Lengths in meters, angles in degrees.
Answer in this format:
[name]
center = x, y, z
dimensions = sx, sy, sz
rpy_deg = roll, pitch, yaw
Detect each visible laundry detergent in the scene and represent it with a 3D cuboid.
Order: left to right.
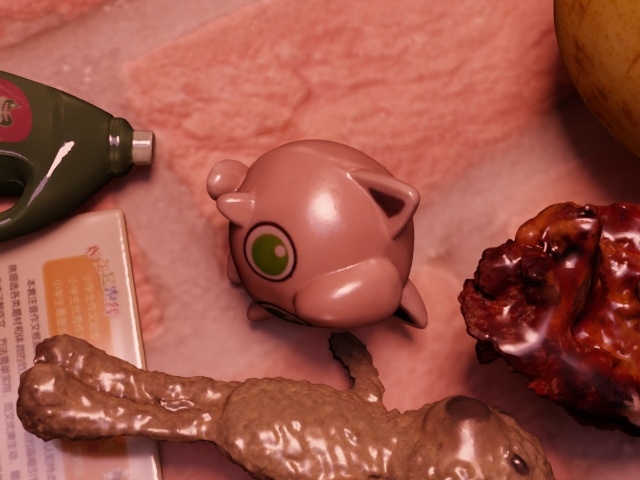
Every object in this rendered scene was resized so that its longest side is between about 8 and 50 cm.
[laundry detergent]
center = -0.215, -0.053, 0.594
dimensions = 0.211, 0.063, 0.137
rpy_deg = 2, 58, -4

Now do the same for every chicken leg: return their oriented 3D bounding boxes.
[chicken leg]
center = 0.272, 0.048, 0.571
dimensions = 0.407, 0.096, 0.158
rpy_deg = -3, 97, -16

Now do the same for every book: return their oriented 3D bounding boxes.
[book]
center = -0.255, 0.099, 0.562
dimensions = 0.295, 0.020, 0.208
rpy_deg = -9, 71, -7

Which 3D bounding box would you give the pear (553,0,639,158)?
[pear]
center = 0.287, -0.153, 0.554
dimensions = 0.283, 0.283, 0.283
rpy_deg = 1, 70, -3

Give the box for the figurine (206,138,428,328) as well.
[figurine]
center = 0.000, 0.000, 0.560
dimensions = 0.138, 0.125, 0.125
rpy_deg = 18, 69, 23

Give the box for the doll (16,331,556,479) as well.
[doll]
center = -0.014, 0.105, 0.530
dimensions = 0.286, 0.091, 0.203
rpy_deg = 23, 26, 26
